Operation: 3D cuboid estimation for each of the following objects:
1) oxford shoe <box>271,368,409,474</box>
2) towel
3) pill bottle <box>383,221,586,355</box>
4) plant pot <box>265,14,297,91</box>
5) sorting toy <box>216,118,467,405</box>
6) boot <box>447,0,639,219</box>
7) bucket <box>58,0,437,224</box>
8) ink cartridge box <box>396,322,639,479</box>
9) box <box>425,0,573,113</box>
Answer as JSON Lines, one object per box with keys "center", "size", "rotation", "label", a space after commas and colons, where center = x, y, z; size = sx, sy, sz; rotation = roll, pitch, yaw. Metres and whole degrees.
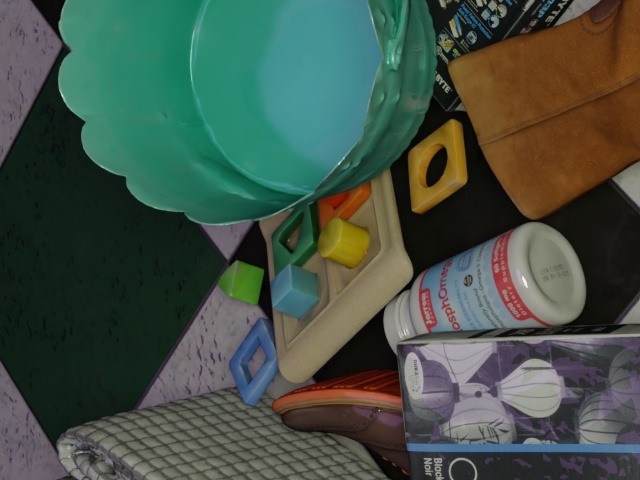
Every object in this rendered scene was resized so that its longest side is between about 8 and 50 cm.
{"center": [0.066, 0.165, 1.277], "size": [0.271, 0.097, 0.098], "rotation": [-4, 95, 43], "label": "oxford shoe"}
{"center": [-0.068, 0.242, 1.308], "size": [0.284, 0.235, 0.121], "rotation": [27, 113, 40], "label": "towel"}
{"center": [0.130, 0.050, 1.215], "size": [0.160, 0.087, 0.087], "rotation": [-28, 73, 40], "label": "pill bottle"}
{"center": [-0.031, -0.172, 1.351], "size": [0.109, 0.096, 0.109], "rotation": [39, 116, 36], "label": "plant pot"}
{"center": [0.000, 0.000, 1.322], "size": [0.347, 0.047, 0.196], "rotation": [-46, 39, 33], "label": "sorting toy"}
{"center": [0.204, -0.173, 1.084], "size": [0.280, 0.096, 0.264], "rotation": [-22, 98, 50], "label": "boot"}
{"center": [-0.047, -0.150, 1.195], "size": [0.281, 0.183, 0.281], "rotation": [2, 96, 24], "label": "bucket"}
{"center": [0.221, 0.145, 1.094], "size": [0.333, 0.065, 0.165], "rotation": [-5, 92, 29], "label": "ink cartridge box"}
{"center": [0.110, -0.243, 1.249], "size": [0.175, 0.051, 0.220], "rotation": [-53, 58, 30], "label": "box"}
